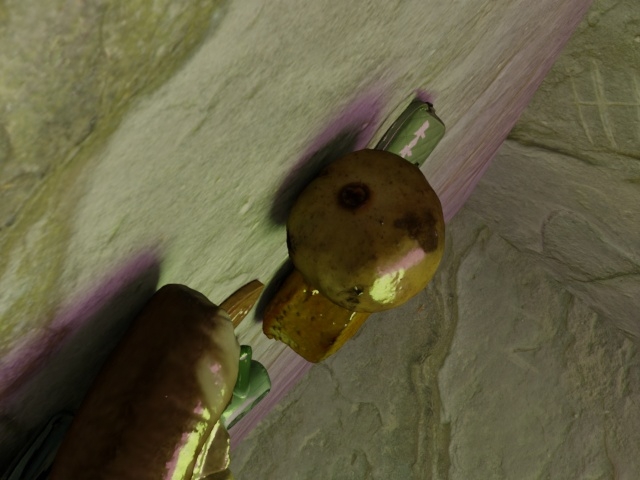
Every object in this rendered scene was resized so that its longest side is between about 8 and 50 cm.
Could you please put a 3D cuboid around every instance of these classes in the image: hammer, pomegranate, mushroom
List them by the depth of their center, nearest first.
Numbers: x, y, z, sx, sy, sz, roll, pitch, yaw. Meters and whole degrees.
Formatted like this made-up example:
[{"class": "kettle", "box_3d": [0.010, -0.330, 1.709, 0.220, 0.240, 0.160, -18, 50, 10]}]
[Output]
[{"class": "mushroom", "box_3d": [-0.249, 0.263, 0.716, 0.313, 0.224, 0.397, -35, 139, -59]}, {"class": "pomegranate", "box_3d": [0.082, -0.017, 0.950, 0.281, 0.281, 0.281, -45, 166, -14]}, {"class": "hammer", "box_3d": [-0.215, 0.352, 1.404, 0.206, 0.119, 0.336, -40, 157, -33]}]

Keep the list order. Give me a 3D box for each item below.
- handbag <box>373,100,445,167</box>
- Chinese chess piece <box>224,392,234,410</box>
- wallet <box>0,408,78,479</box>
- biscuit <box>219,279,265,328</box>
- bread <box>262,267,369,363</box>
[{"class": "handbag", "box_3d": [0.159, -0.178, 1.155, 0.256, 0.079, 0.219, -53, 162, 14]}, {"class": "Chinese chess piece", "box_3d": [-0.287, 0.331, 1.061, 0.249, 0.103, 0.250, -37, 163, -13]}, {"class": "wallet", "box_3d": [-0.425, 0.380, 0.810, 0.250, 0.075, 0.176, -60, -176, 37]}, {"class": "biscuit", "box_3d": [-0.193, 0.167, 1.103, 0.221, 0.029, 0.142, -47, 166, -4]}, {"class": "bread", "box_3d": [0.025, 0.139, 1.329, 0.336, 0.204, 0.358, -35, 164, -33]}]
